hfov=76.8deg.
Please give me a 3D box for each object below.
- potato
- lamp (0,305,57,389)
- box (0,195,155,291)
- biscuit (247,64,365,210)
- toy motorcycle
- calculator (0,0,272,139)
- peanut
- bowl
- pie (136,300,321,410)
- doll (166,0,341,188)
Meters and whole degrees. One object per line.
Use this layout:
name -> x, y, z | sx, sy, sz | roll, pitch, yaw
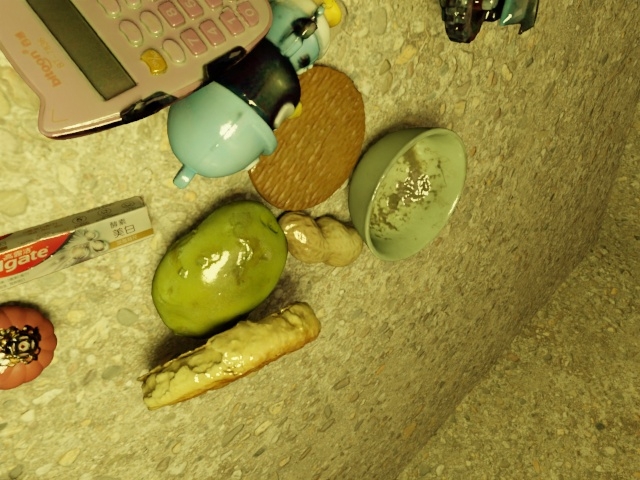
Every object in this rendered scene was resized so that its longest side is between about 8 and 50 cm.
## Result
potato -> -0.158, 0.050, 0.651 | 0.253, 0.149, 0.186 | -58, 157, 13
lamp -> -0.404, 0.138, 0.524 | 0.108, 0.093, 0.107 | 18, 68, -53
box -> -0.338, 0.003, 0.537 | 0.218, 0.040, 0.055 | -24, 132, -31
biscuit -> -0.022, -0.176, 0.720 | 0.262, 0.037, 0.261 | -23, 130, -31
toy motorcycle -> 0.325, -0.500, 0.714 | 0.416, 0.172, 0.232 | -39, 141, -41
calculator -> -0.193, -0.234, 0.433 | 0.294, 0.194, 0.043 | -38, 177, -17
peanut -> 0.001, 0.000, 0.824 | 0.228, 0.086, 0.104 | 9, 84, -45
bowl -> 0.158, -0.113, 0.851 | 0.289, 0.146, 0.289 | -24, 132, -29
pie -> -0.147, 0.200, 0.706 | 0.340, 0.083, 0.339 | -23, 166, -6
doll -> -0.093, -0.195, 0.537 | 0.141, 0.177, 0.314 | 41, 82, -25
